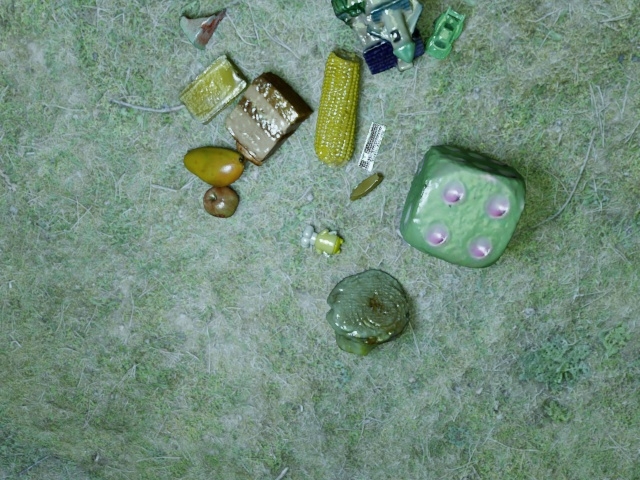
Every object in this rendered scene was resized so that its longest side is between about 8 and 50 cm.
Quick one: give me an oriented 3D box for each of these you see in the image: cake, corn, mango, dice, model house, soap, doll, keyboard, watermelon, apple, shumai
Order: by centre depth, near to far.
[{"bbox_3d":[0.200,-0.645,1.637,0.243,0.298,0.284,-24,103,14],"label":"model house"},{"bbox_3d":[0.455,-0.117,1.761,0.323,0.318,0.330,17,109,1],"label":"dice"},{"bbox_3d":[-0.390,-0.704,1.804,0.158,0.098,0.121,-7,107,5],"label":"watermelon"},{"bbox_3d":[0.058,-0.432,1.807,0.144,0.144,0.387,8,110,5],"label":"corn"},{"bbox_3d":[-0.194,-0.398,1.828,0.199,0.196,0.293,43,112,-5],"label":"cake"},{"bbox_3d":[-0.370,-0.517,1.868,0.233,0.076,0.135,-35,99,17],"label":"soap"},{"bbox_3d":[0.181,-0.326,1.887,0.055,0.017,0.165,19,109,1],"label":"keyboard"},{"bbox_3d":[-0.384,-0.263,1.917,0.254,0.113,0.138,11,106,24],"label":"mango"},{"bbox_3d":[-0.361,-0.142,1.965,0.126,0.102,0.126,-10,67,26],"label":"apple"},{"bbox_3d":[0.000,0.000,1.990,0.163,0.062,0.106,18,104,1],"label":"doll"},{"bbox_3d":[0.155,0.290,2.023,0.310,0.304,0.263,22,143,-2],"label":"shumai"}]

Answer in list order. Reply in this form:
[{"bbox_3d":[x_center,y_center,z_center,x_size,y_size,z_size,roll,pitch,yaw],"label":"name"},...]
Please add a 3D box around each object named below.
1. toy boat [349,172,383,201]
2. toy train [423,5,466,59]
[{"bbox_3d":[0.161,-0.187,1.919,0.149,0.049,0.047,-37,69,18],"label":"toy boat"},{"bbox_3d":[0.396,-0.659,1.723,0.099,0.081,0.149,26,108,-2],"label":"toy train"}]
